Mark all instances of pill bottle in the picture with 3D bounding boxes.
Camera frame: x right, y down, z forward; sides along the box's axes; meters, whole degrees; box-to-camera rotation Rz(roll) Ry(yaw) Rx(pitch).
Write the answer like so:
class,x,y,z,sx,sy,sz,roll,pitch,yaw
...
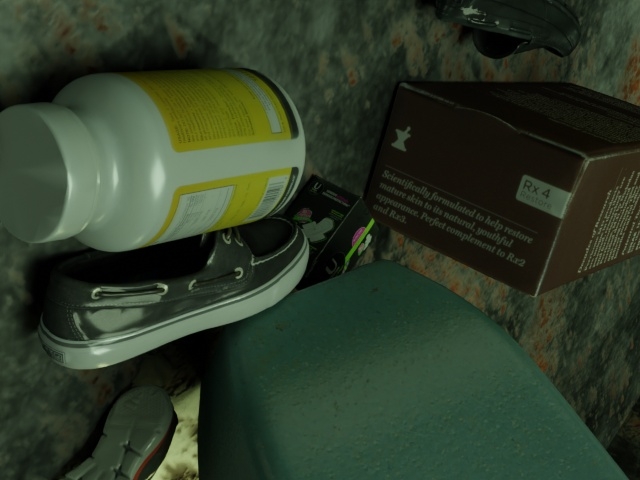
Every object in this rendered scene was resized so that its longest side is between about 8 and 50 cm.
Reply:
class,x,y,z,sx,sy,sz,roll,pitch,yaw
pill bottle,-0.101,-0.050,0.596,0.184,0.103,0.103,-14,125,-51

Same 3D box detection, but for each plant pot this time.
class,x,y,z,sx,sy,sz,roll,pitch,yaw
plant pot,0.030,0.166,0.767,0.247,0.252,0.248,-21,159,-25

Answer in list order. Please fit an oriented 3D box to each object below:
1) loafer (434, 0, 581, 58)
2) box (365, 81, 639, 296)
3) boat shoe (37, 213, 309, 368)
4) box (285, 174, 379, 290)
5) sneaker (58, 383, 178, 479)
class,x,y,z,sx,sy,sz,roll,pitch,yaw
loafer,0.171,-0.204,0.915,0.223,0.076,0.078,11,109,-53
box,0.235,-0.068,0.998,0.381,0.191,0.143,-9,121,-53
boat shoe,-0.092,0.012,0.693,0.229,0.080,0.076,-20,131,-39
box,0.000,0.000,0.836,0.083,0.052,0.062,-54,149,-12
sneaker,-0.154,0.186,0.749,0.158,0.061,0.065,-53,155,-13
